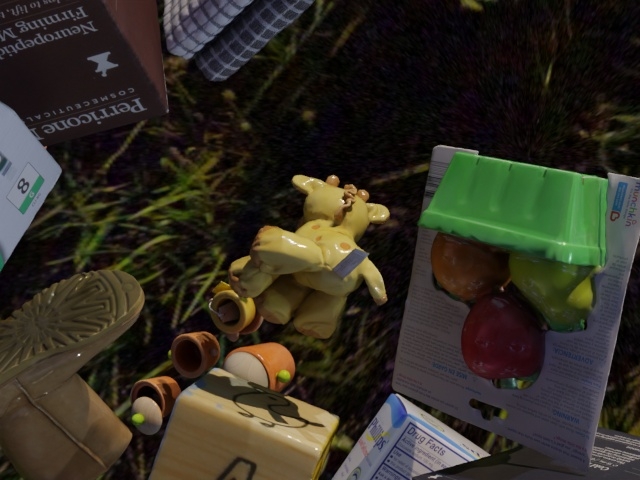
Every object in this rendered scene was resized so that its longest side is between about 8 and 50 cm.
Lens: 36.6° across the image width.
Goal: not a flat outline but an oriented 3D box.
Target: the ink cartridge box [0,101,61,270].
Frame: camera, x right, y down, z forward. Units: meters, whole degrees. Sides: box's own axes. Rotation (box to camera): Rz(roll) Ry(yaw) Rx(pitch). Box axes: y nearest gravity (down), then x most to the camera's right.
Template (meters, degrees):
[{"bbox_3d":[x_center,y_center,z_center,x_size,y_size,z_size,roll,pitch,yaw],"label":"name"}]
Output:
[{"bbox_3d":[-0.258,-0.025,0.576,0.056,0.224,0.181,23,73,15],"label":"ink cartridge box"}]

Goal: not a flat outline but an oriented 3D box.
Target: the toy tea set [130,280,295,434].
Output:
[{"bbox_3d":[-0.189,0.226,1.534,0.200,0.124,0.336,51,119,13],"label":"toy tea set"}]

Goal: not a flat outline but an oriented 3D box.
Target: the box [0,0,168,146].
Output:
[{"bbox_3d":[-0.222,-0.188,0.678,0.168,0.203,0.167,-15,61,6],"label":"box"}]

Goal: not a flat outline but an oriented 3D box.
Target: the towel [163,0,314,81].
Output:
[{"bbox_3d":[-0.076,-0.354,1.144,0.235,0.121,0.283,-36,43,32],"label":"towel"}]

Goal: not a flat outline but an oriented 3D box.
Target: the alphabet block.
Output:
[{"bbox_3d":[-0.105,0.305,1.289,0.197,0.192,0.193,20,97,6],"label":"alphabet block"}]

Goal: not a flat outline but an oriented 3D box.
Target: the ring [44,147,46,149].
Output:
[{"bbox_3d":[-0.324,-0.146,0.854,0.032,0.336,0.336,9,96,11],"label":"ring"}]

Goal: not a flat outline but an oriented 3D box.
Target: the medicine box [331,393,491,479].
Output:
[{"bbox_3d":[0.149,0.439,1.520,0.263,0.149,0.289,35,91,-8],"label":"medicine box"}]

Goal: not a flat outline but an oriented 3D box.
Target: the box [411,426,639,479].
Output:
[{"bbox_3d":[0.334,0.364,1.145,0.312,0.343,0.179,-7,94,-28],"label":"box"}]

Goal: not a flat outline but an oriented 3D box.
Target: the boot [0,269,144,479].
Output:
[{"bbox_3d":[-0.276,0.169,1.114,0.236,0.269,0.089,-25,52,-6],"label":"boot"}]

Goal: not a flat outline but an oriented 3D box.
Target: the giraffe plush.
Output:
[{"bbox_3d":[0.000,0.000,1.267,0.210,0.170,0.181,-27,124,35],"label":"giraffe plush"}]

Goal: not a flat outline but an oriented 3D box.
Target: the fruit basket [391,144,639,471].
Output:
[{"bbox_3d":[0.246,0.071,1.242,0.327,0.165,0.353,16,104,46],"label":"fruit basket"}]
